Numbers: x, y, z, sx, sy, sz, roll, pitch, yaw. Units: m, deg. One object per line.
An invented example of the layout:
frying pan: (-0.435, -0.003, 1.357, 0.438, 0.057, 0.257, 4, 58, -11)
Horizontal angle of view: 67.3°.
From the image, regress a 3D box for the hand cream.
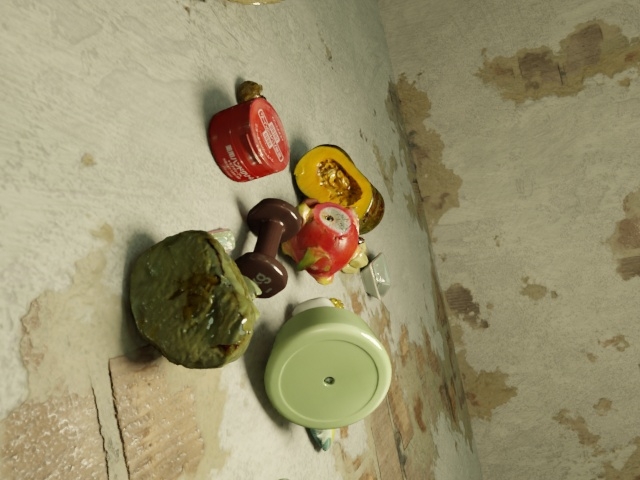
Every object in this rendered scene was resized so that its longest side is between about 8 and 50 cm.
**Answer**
hand cream: (-0.174, -0.246, 1.193, 0.193, 0.125, 0.193, 41, 41, -51)

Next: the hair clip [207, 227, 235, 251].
hair clip: (-0.233, 0.005, 1.057, 0.137, 0.022, 0.054, -20, 97, -66)

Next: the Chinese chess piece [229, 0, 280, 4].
Chinese chess piece: (-0.145, -0.740, 1.332, 0.270, 0.270, 0.112, -43, 128, -63)

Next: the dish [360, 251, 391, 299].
dish: (0.225, 0.140, 1.950, 0.234, 0.064, 0.154, -32, 107, -64)

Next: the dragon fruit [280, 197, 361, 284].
dragon fruit: (0.000, -0.002, 1.348, 0.224, 0.227, 0.224, 20, 43, -20)

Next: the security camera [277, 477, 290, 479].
security camera: (-0.090, 0.619, 0.997, 0.301, 0.080, 0.157, -11, 88, -69)

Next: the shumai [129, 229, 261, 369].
shumai: (-0.217, 0.119, 0.898, 0.218, 0.189, 0.256, 58, 9, -74)

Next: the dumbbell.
dumbbell: (-0.128, 0.016, 1.142, 0.124, 0.140, 0.225, 37, 41, -25)

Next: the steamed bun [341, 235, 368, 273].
steamed bun: (0.113, 0.023, 1.711, 0.192, 0.106, 0.177, 63, 29, -31)

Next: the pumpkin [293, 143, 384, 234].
pumpkin: (0.046, -0.146, 1.510, 0.317, 0.222, 0.139, 51, 10, 12)

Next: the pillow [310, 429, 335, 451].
pillow: (0.025, 0.443, 1.345, 0.233, 0.086, 0.214, -36, 122, -67)

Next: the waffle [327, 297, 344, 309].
waffle: (0.049, 0.274, 1.509, 0.149, 0.051, 0.194, 16, 64, -62)

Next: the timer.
timer: (0.003, 0.260, 1.221, 0.315, 0.290, 0.291, -106, 173, -67)

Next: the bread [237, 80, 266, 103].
bread: (-0.184, -0.384, 1.320, 0.082, 0.060, 0.113, -29, 106, -68)
